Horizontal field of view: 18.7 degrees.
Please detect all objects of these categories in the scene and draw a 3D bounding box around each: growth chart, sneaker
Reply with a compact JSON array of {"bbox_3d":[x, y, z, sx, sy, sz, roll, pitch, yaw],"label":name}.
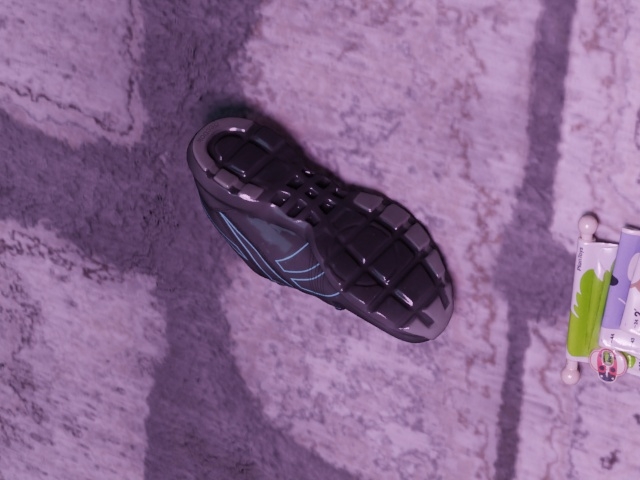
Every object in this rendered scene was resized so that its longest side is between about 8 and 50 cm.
[{"bbox_3d":[0.294,0.055,1.493,0.237,0.021,0.172,12,116,31],"label":"growth chart"},{"bbox_3d":[0.000,0.000,1.650,0.267,0.101,0.106,39,150,14],"label":"sneaker"}]
